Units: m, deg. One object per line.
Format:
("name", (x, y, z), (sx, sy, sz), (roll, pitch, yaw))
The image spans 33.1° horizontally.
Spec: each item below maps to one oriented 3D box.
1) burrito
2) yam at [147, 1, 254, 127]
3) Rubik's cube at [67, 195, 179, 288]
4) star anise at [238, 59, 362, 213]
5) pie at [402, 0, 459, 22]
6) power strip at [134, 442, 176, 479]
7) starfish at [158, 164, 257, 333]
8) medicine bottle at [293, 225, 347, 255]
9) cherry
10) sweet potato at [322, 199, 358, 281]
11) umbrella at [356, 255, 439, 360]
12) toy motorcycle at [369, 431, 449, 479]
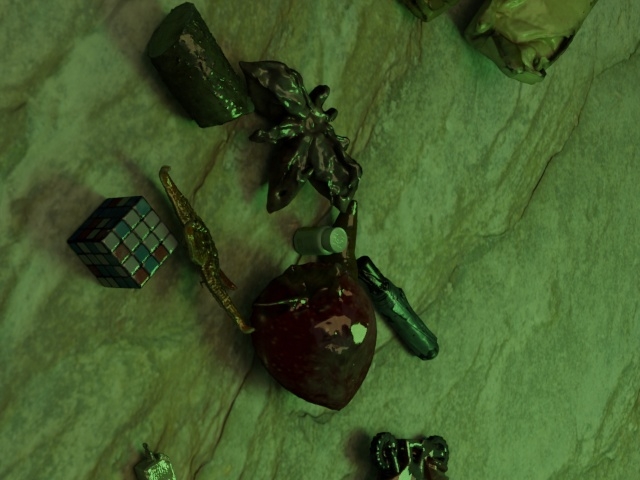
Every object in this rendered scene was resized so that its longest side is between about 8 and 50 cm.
("burrito", (0.397, -0.441, 2.070), (0.190, 0.135, 0.332), (48, 62, -21))
("yam", (-0.175, -0.241, 1.562), (0.107, 0.107, 0.183), (-52, 123, -30))
("Rubik's cube", (-0.269, 0.003, 1.470), (0.092, 0.092, 0.092), (-53, 122, -31))
("star anise", (-0.024, -0.161, 1.692), (0.198, 0.110, 0.258), (-13, 92, -42))
("pie", (0.237, -0.500, 1.966), (0.282, 0.068, 0.128), (-44, 111, -35))
("power strip", (-0.224, 0.376, 1.546), (0.047, 0.030, 0.191), (-27, 107, -39))
("starfish", (-0.171, 0.015, 1.538), (0.050, 0.138, 0.247), (-30, 122, -1))
("medicine bottle", (0.000, 0.000, 1.726), (0.047, 0.083, 0.047), (4, 85, -45))
("cherry", (-0.006, 0.154, 1.656), (0.192, 0.175, 0.250), (-30, 111, -29))
("sweet potato", (0.029, 0.068, 1.768), (0.067, 0.067, 0.274), (12, 86, -42))
("umbrella", (0.135, 0.117, 1.868), (0.250, 0.052, 0.053), (53, 57, -29))
("toy motorcycle", (0.155, 0.394, 1.864), (0.212, 0.084, 0.118), (14, 71, -47))
